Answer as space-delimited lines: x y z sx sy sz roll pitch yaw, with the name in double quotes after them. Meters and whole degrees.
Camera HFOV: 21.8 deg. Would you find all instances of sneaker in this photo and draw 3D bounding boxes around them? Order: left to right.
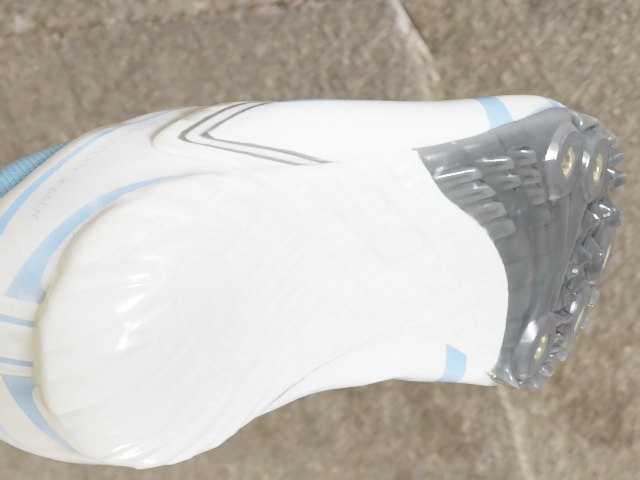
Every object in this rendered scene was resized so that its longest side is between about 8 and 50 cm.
0.000 0.000 0.418 0.086 0.237 0.085 21 108 37 "sneaker"
